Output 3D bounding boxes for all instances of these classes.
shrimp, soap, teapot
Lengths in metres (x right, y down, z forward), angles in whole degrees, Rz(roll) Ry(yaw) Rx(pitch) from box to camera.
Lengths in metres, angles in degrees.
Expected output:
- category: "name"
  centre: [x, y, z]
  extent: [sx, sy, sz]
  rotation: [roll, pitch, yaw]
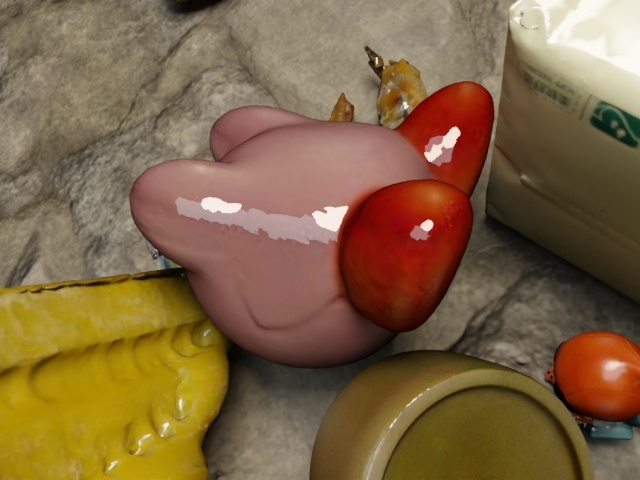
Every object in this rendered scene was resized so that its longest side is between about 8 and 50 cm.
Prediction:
- category: "shrimp"
  centre: [0.059, -0.122, 0.593]
  extent: [0.132, 0.051, 0.187]
  rotation: [-6, 73, 14]
- category: "soap"
  centre: [-0.151, 0.184, 0.447]
  extent: [0.169, 0.339, 0.304]
  rotation: [-24, 82, 26]
- category: "teapot"
  centre: [0.068, 0.182, 0.421]
  extent: [0.268, 0.175, 0.185]
  rotation: [-21, 89, -19]

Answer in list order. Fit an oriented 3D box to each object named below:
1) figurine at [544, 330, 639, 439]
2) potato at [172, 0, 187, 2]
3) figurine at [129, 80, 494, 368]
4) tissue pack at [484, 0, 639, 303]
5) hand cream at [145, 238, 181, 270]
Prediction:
- category: "figurine"
  centre: [0.214, 0.112, 0.419]
  extent: [0.075, 0.140, 0.068]
  rotation: [0, 68, 17]
- category: "potato"
  centre: [-0.141, -0.380, 0.727]
  extent: [0.170, 0.080, 0.107]
  rotation: [-40, 73, 3]
- category: "figurine"
  centre: [0.008, 0.005, 0.472]
  extent: [0.261, 0.211, 0.269]
  rotation: [2, 33, 19]
- category: "tissue pack"
  centre: [0.319, -0.040, 0.357]
  extent: [0.380, 0.297, 0.207]
  rotation: [36, 83, 25]
- category: "hand cream"
  centre: [-0.097, -0.039, 0.619]
  extent: [0.235, 0.055, 0.086]
  rotation: [-33, 63, 12]
